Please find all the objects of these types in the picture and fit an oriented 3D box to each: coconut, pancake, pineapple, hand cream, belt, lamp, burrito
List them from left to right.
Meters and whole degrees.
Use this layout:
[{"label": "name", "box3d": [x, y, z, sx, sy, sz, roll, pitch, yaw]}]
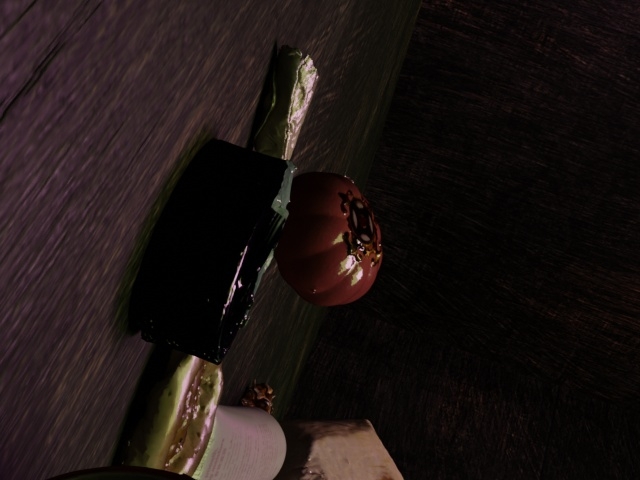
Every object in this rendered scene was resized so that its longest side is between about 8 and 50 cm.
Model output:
[{"label": "pancake", "box3d": [-0.136, 0.157, 1.026, 0.282, 0.049, 0.282, 17, 90, -86]}, {"label": "hand cream", "box3d": [-0.135, 0.280, 1.335, 0.359, 0.118, 0.185, 32, 80, -78]}, {"label": "belt", "box3d": [-0.078, 0.007, 0.840, 0.151, 0.078, 0.198, 103, 6, -46]}, {"label": "pineapple", "box3d": [-0.119, 0.325, 1.904, 0.116, 0.069, 0.137, 105, 5, -45]}, {"label": "burrito", "box3d": [-0.037, -0.121, 1.017, 0.055, 0.041, 0.149, -34, 146, -60]}, {"label": "coconut", "box3d": [-0.010, 0.480, 1.752, 0.415, 0.345, 0.415, -24, 135, -26]}, {"label": "lamp", "box3d": [0.000, 0.000, 1.371, 0.182, 0.140, 0.182, 34, 47, -47]}]

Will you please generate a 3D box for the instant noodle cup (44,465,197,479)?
[{"label": "instant noodle cup", "box3d": [-0.110, 0.253, 0.596, 0.192, 0.251, 0.250, 90, 19, -55]}]
